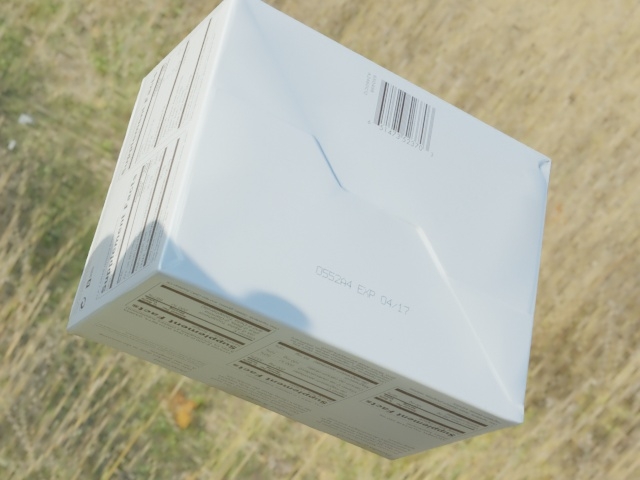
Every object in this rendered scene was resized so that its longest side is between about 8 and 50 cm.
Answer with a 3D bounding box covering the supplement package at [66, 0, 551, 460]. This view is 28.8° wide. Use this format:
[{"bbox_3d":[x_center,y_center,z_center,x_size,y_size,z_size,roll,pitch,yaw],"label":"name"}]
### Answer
[{"bbox_3d":[0.000,0.000,0.829,0.262,0.145,0.204,25,60,-24],"label":"supplement package"}]
